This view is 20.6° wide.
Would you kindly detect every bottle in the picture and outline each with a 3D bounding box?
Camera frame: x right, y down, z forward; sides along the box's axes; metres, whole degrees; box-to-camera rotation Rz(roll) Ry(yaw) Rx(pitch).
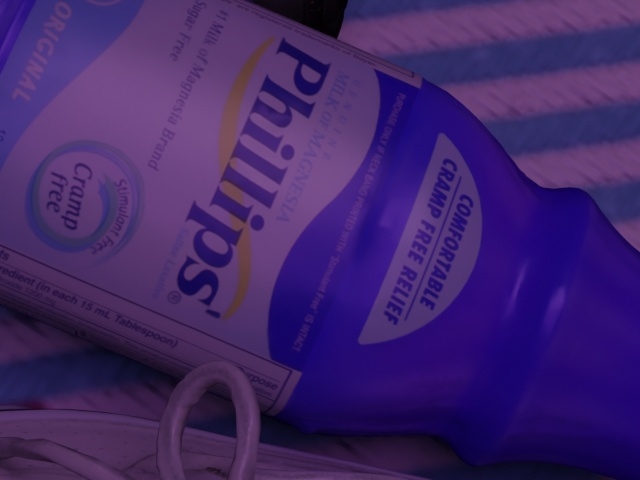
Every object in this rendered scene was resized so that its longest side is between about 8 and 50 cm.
[{"bbox_3d":[0.000,0.000,0.553,0.283,0.092,0.118,24,77,-3],"label":"bottle"}]

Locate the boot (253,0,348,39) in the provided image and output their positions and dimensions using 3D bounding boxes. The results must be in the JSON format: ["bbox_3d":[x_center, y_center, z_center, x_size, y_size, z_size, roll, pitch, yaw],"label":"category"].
[{"bbox_3d":[-0.065,-0.177,0.611,0.161,0.083,0.246,0,65,-6],"label":"boot"}]

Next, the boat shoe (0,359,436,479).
[{"bbox_3d":[-0.012,0.112,0.482,0.367,0.156,0.136,11,71,-7],"label":"boat shoe"}]
